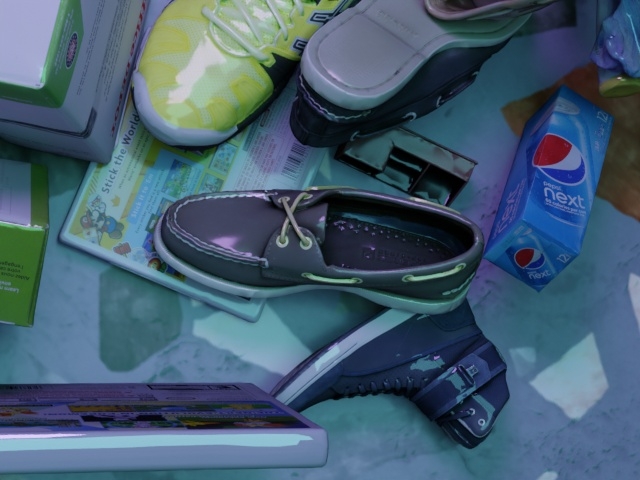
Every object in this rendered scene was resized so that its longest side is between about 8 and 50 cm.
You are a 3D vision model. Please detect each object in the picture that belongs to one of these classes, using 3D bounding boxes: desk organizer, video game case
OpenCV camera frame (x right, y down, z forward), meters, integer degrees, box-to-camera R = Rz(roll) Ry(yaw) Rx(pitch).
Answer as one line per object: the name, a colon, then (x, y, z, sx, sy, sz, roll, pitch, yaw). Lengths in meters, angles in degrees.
desk organizer: (0.083, -0.079, 1.651, 0.130, 0.047, 0.050, 25, 81, -10)
video game case: (-0.187, 0.157, 1.426, 0.329, 0.300, 0.036, 1, 92, -14)
video game case: (-0.114, -0.063, 1.611, 0.206, 0.026, 0.227, 24, 79, -10)

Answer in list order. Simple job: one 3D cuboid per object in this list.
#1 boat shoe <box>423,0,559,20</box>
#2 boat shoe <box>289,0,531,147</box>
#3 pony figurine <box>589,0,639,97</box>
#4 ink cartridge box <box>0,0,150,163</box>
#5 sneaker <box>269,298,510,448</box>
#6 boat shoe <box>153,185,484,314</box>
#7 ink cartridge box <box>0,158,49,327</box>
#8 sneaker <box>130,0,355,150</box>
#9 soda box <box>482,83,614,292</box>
boat shoe: (0.203, -0.260, 1.468, 0.098, 0.302, 0.109, -21, 90, -34)
boat shoe: (0.085, -0.177, 1.612, 0.127, 0.113, 0.340, 38, 43, 10)
pony figurine: (0.316, -0.322, 1.617, 0.351, 0.303, 0.363, 0, 74, -27)
ink cartridge box: (-0.238, -0.198, 1.462, 0.114, 0.273, 0.198, 12, 80, 6)
sneaker: (0.075, 0.148, 1.602, 0.226, 0.086, 0.163, -31, 89, -16)
boat shoe: (0.000, -0.004, 1.551, 0.305, 0.091, 0.109, 8, 58, -7)
ink cartridge box: (-0.369, -0.018, 1.451, 0.255, 0.189, 0.097, 9, 106, -12)
sneaker: (-0.040, -0.246, 1.569, 0.145, 0.147, 0.385, 38, 69, 0)
soda box: (0.223, -0.054, 1.619, 0.067, 0.071, 0.210, 31, 45, -9)
